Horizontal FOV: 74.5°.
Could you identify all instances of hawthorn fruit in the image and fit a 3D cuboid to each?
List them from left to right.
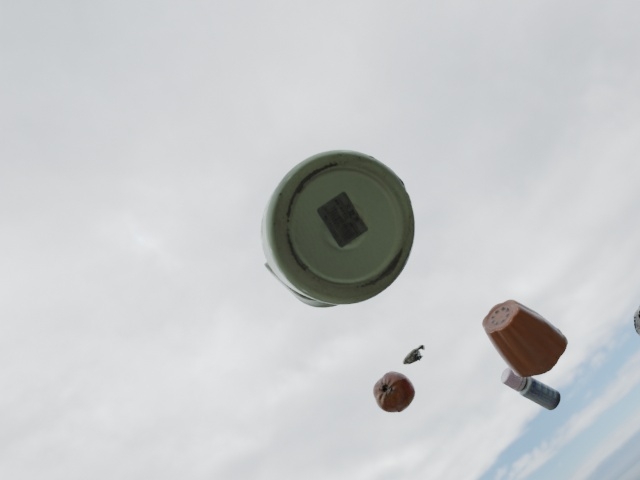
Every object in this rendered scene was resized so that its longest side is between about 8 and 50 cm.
[{"bbox_3d":[0.221,0.450,1.251,0.128,0.128,0.128,-20,-45,-21],"label":"hawthorn fruit"}]

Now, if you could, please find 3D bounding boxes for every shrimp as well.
[{"bbox_3d":[0.337,0.396,1.464,0.091,0.034,0.161,-49,-28,15],"label":"shrimp"}]

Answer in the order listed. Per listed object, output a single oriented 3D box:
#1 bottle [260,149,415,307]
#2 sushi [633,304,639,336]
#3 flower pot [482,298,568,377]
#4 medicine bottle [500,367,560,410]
[{"bbox_3d":[0.000,0.000,0.713,0.229,0.229,0.352,-28,2,-14],"label":"bottle"},{"bbox_3d":[0.668,0.173,0.723,0.136,0.225,0.126,-23,-40,-7],"label":"sushi"},{"bbox_3d":[0.582,0.277,1.239,0.173,0.190,0.190,41,-81,-8],"label":"flower pot"},{"bbox_3d":[0.788,0.556,1.587,0.083,0.203,0.083,-62,-4,-8],"label":"medicine bottle"}]
